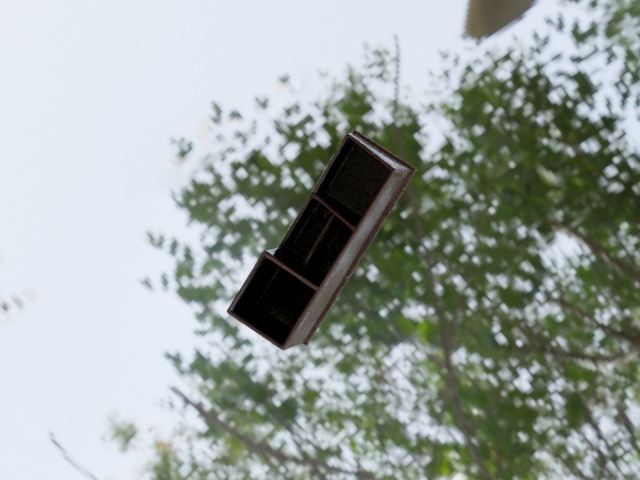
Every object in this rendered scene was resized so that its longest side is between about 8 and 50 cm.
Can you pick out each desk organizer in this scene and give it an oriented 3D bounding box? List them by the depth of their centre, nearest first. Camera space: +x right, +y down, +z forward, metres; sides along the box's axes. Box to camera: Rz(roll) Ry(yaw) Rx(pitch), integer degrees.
[{"bbox_3d":[0.000,0.000,0.809,0.130,0.047,0.050,-58,168,10],"label":"desk organizer"}]
